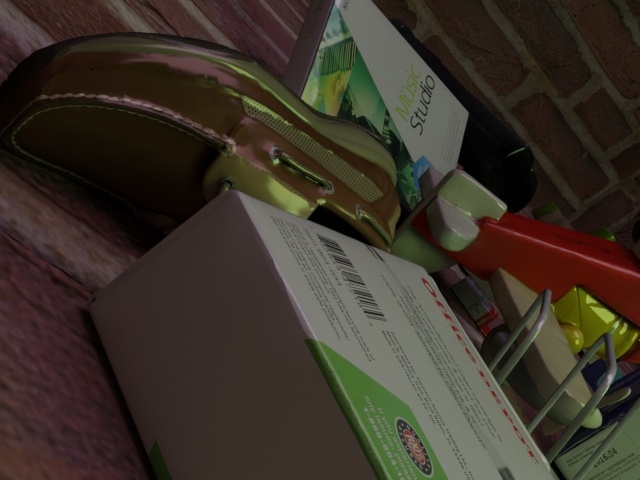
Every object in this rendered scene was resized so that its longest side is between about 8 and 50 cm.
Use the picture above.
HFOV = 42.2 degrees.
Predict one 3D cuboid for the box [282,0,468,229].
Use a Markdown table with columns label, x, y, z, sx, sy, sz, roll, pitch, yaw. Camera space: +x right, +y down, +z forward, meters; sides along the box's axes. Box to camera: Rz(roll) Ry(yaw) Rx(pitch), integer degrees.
| label | x | y | z | sx | sy | sz | roll | pitch | yaw |
| --- | --- | --- | --- | --- | --- | --- | --- | --- | --- |
| box | 0.082 | -0.176 | 1.144 | 0.322 | 0.059 | 0.232 | 38 | 57 | -36 |

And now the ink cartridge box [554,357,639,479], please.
| label | x | y | z | sx | sy | sz | roll | pitch | yaw |
| --- | --- | --- | --- | --- | --- | --- | --- | --- | --- |
| ink cartridge box | 0.494 | 0.317 | 1.075 | 0.395 | 0.270 | 0.151 | 57 | 13 | 12 |

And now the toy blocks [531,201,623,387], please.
| label | x | y | z | sx | sy | sz | roll | pitch | yaw |
| --- | --- | --- | --- | --- | --- | --- | --- | --- | --- |
| toy blocks | 0.504 | 0.118 | 1.607 | 0.260 | 0.191 | 0.381 | 61 | 9 | -22 |

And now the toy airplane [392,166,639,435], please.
| label | x | y | z | sx | sy | sz | roll | pitch | yaw |
| --- | --- | --- | --- | --- | --- | --- | --- | --- | --- |
| toy airplane | 0.256 | 0.068 | 1.048 | 0.386 | 0.272 | 0.384 | -13 | 39 | -45 |

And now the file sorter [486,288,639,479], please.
| label | x | y | z | sx | sy | sz | roll | pitch | yaw |
| --- | --- | --- | --- | --- | --- | --- | --- | --- | --- |
| file sorter | 0.250 | 0.196 | 0.702 | 0.278 | 0.173 | 0.193 | 37 | 14 | 11 |

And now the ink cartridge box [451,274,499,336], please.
| label | x | y | z | sx | sy | sz | roll | pitch | yaw |
| --- | --- | --- | --- | --- | --- | --- | --- | --- | --- |
| ink cartridge box | 0.248 | 0.108 | 1.265 | 0.115 | 0.029 | 0.063 | 55 | 16 | 8 |

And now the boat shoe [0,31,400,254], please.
| label | x | y | z | sx | sy | sz | roll | pitch | yaw |
| --- | --- | --- | --- | --- | --- | --- | --- | --- | --- |
| boat shoe | -0.051 | -0.038 | 0.563 | 0.324 | 0.123 | 0.119 | 13 | 57 | -44 |

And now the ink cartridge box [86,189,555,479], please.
| label | x | y | z | sx | sy | sz | roll | pitch | yaw |
| --- | --- | --- | --- | --- | --- | --- | --- | --- | --- |
| ink cartridge box | 0.020 | 0.102 | 0.504 | 0.273 | 0.115 | 0.198 | 21 | 36 | -61 |

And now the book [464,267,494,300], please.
| label | x | y | z | sx | sy | sz | roll | pitch | yaw |
| --- | --- | --- | --- | --- | --- | --- | --- | --- | --- |
| book | 0.283 | 0.026 | 1.481 | 0.096 | 0.035 | 0.144 | 50 | 26 | -30 |

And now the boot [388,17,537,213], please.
| label | x | y | z | sx | sy | sz | roll | pitch | yaw |
| --- | --- | --- | --- | --- | --- | --- | --- | --- | --- |
| boot | 0.297 | -0.226 | 1.730 | 0.445 | 0.146 | 0.367 | 51 | 9 | 34 |
